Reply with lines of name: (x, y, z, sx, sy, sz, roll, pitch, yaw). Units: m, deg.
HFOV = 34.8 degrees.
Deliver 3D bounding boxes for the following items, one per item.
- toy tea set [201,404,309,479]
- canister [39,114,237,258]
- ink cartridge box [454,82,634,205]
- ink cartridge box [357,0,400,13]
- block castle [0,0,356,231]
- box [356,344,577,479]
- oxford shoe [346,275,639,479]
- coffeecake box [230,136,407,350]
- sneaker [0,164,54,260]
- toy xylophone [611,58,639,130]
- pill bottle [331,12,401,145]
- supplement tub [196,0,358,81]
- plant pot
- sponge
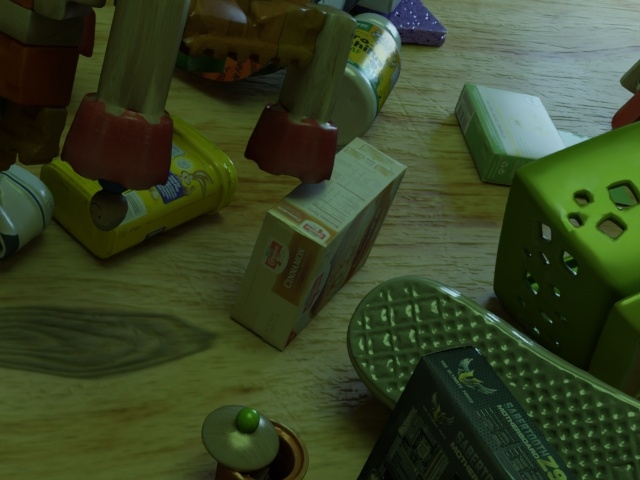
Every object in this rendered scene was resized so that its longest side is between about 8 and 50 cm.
toy tea set: (-0.035, 0.251, 0.723, 0.200, 0.124, 0.336, -4, 45, -30)
canister: (-0.190, -0.059, 1.068, 0.126, 0.073, 0.170, 39, 42, 22)
ink cartridge box: (0.317, -0.134, 1.420, 0.235, 0.056, 0.171, 7, 39, -15)
ink cartridge box: (0.016, -0.488, 1.605, 0.289, 0.121, 0.211, 19, 43, 9)
block castle: (-0.220, -0.180, 0.965, 0.453, 0.213, 0.303, 29, 21, 32)
box: (0.126, 0.226, 0.785, 0.059, 0.183, 0.233, -8, 46, -33)
oxford shoe: (0.214, 0.195, 0.909, 0.449, 0.130, 0.169, 39, 85, 19)
coffeecake box: (0.000, 0.000, 1.030, 0.068, 0.142, 0.185, 32, 39, 12)
sneaker: (-0.383, -0.066, 0.966, 0.258, 0.094, 0.091, 24, 33, 1)
toy xylophone: (0.546, -0.171, 1.437, 0.081, 0.236, 0.323, 18, 37, -27)
pill bottle: (0.040, -0.220, 1.337, 0.117, 0.117, 0.208, 25, 38, 4)
supplement tub: (-0.068, -0.351, 1.371, 0.207, 0.207, 0.338, 28, 38, 8)
plant pot: (0.330, 0.031, 1.051, 0.228, 0.227, 0.207, -19, 56, -11)
sponge: (0.104, -0.381, 1.634, 0.117, 0.031, 0.210, -4, 45, -31)
